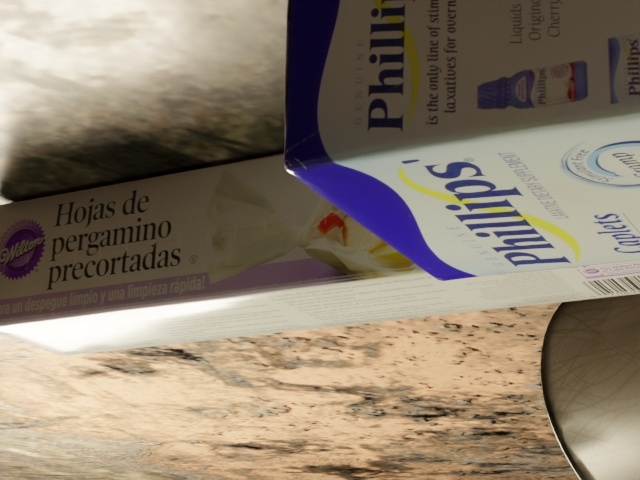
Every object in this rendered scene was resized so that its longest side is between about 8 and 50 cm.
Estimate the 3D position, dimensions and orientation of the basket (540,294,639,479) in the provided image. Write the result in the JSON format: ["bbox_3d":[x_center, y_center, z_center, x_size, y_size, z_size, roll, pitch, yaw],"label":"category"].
[{"bbox_3d":[0.241,0.058,0.576,0.204,0.154,0.227,34,150,-8],"label":"basket"}]

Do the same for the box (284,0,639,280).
[{"bbox_3d":[0.077,-0.042,0.406,0.137,0.072,0.126,-7,160,26],"label":"box"}]

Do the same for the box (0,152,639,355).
[{"bbox_3d":[0.000,0.000,0.556,0.324,0.063,0.067,-9,158,29],"label":"box"}]
